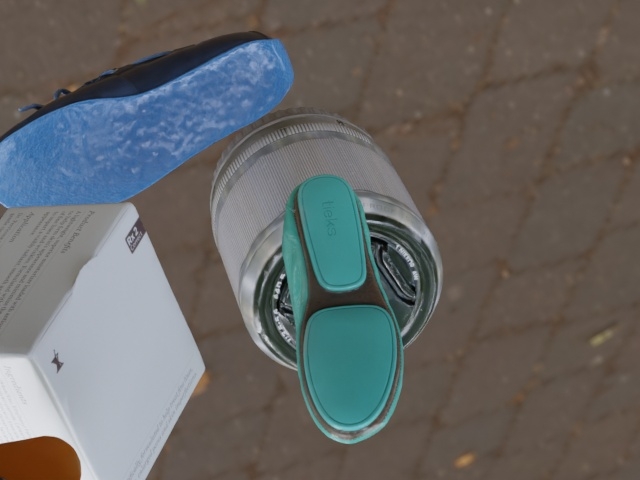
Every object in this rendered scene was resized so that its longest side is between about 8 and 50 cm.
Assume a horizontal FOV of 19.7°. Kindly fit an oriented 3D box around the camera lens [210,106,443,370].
[{"bbox_3d":[0.000,0.000,2.023,0.219,0.274,0.219,-7,121,-11],"label":"camera lens"}]

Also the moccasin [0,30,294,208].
[{"bbox_3d":[-0.192,-0.120,1.945,0.342,0.117,0.137,-20,113,-13],"label":"moccasin"}]

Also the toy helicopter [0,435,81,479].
[{"bbox_3d":[-0.191,0.168,1.096,0.355,0.140,0.235,20,169,-13],"label":"toy helicopter"}]

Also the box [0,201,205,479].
[{"bbox_3d":[-0.198,0.093,1.420,0.119,0.181,0.182,-2,128,26],"label":"box"}]

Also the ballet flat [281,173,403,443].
[{"bbox_3d":[0.017,0.065,1.460,0.083,0.247,0.087,-4,145,-6],"label":"ballet flat"}]
